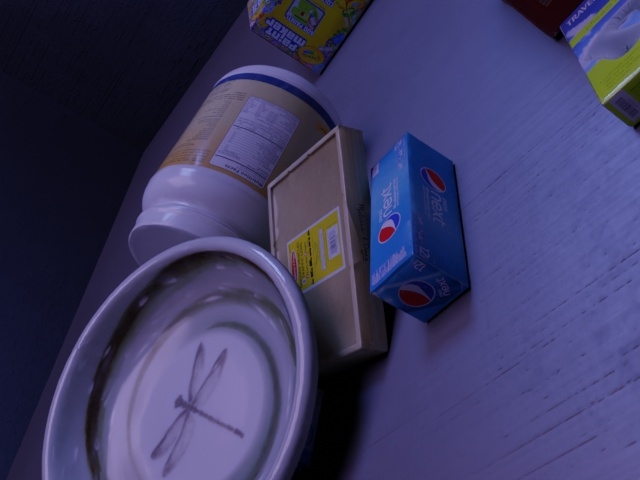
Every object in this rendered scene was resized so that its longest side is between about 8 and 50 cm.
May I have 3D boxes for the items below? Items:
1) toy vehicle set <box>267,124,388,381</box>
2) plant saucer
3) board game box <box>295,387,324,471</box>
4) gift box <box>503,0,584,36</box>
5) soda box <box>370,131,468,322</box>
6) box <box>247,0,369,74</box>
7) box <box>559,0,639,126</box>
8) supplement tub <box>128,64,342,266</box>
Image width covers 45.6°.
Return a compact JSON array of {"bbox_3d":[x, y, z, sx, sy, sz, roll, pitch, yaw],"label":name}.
[{"bbox_3d":[0.000,0.021,0.886,0.166,0.035,0.266,-33,54,49],"label":"toy vehicle set"},{"bbox_3d":[-0.149,0.193,0.873,0.401,0.100,0.400,-19,54,30],"label":"plant saucer"},{"bbox_3d":[-0.035,0.219,0.857,0.090,0.020,0.090,-38,29,44],"label":"board game box"},{"bbox_3d":[0.205,-0.419,0.825,0.255,0.276,0.258,-46,22,20],"label":"gift box"},{"bbox_3d":[0.099,-0.020,0.797,0.067,0.071,0.210,-46,24,34],"label":"soda box"},{"bbox_3d":[-0.008,-0.547,1.622,0.279,0.177,0.290,-54,21,18],"label":"box"},{"bbox_3d":[0.275,-0.188,0.662,0.109,0.042,0.178,-46,25,31],"label":"box"},{"bbox_3d":[-0.117,-0.076,1.112,0.228,0.228,0.316,-31,28,53],"label":"supplement tub"}]
